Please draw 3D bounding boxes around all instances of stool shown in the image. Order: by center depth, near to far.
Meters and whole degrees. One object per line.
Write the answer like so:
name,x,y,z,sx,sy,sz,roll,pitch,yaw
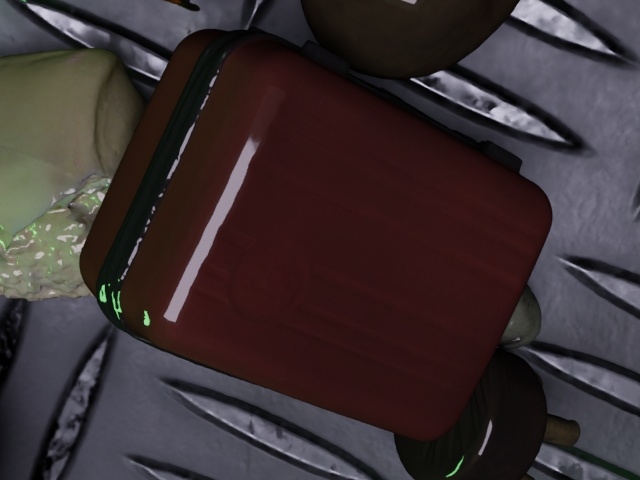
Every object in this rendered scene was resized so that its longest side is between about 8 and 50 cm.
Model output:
stool,0.136,0.119,1.059,0.121,0.125,0.217,16,83,-31

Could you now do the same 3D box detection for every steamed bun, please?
steamed bun,-0.236,-0.034,0.993,0.225,0.170,0.200,-9,112,7

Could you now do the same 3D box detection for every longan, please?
longan,0.068,-0.202,0.926,0.189,0.189,0.189,1,108,2

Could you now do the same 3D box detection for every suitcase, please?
suitcase,0.000,0.000,0.934,0.297,0.161,0.236,24,92,-35

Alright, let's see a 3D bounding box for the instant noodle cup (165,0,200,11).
instant noodle cup,-0.160,-0.282,0.892,0.230,0.230,0.182,21,99,-4
